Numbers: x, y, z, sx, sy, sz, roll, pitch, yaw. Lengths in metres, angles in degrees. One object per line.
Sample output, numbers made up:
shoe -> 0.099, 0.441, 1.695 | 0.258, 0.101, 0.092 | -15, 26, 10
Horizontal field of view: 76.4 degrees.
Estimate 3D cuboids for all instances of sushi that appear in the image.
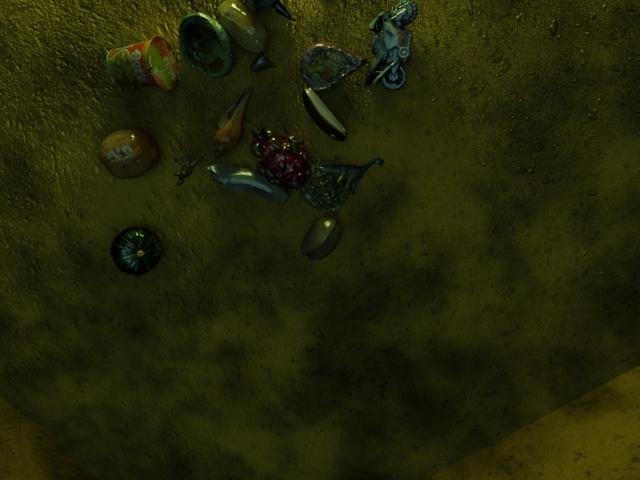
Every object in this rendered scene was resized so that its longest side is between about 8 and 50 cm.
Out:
sushi -> 0.038, -0.668, 1.510 | 0.241, 0.107, 0.161 | -22, 108, 30

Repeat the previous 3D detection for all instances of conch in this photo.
conch -> -0.348, -0.466, 1.641 | 0.093, 0.109, 0.330 | 32, 88, -44

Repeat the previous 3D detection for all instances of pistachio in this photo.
pistachio -> 0.000, 0.000, 1.726 | 0.137, 0.153, 0.238 | 42, 134, 2

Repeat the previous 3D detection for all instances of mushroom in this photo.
mushroom -> -0.300, -0.239, 1.703 | 0.351, 0.097, 0.109 | 17, 109, -2

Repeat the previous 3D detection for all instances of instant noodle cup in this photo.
instant noodle cup -> -0.695, -0.674, 1.569 | 0.212, 0.193, 0.193 | 2, 108, 14

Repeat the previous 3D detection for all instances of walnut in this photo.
walnut -> -0.786, -0.356, 1.670 | 0.221, 0.195, 0.195 | -17, 105, 10

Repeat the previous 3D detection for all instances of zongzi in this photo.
zongzi -> -0.224, -0.675, 1.588 | 0.083, 0.040, 0.076 | 35, 116, -24

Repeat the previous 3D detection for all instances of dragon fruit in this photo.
dragon fruit -> -0.164, -0.322, 1.608 | 0.272, 0.198, 0.218 | 19, 131, -15

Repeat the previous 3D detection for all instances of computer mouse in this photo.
computer mouse -> 0.008, -0.479, 1.581 | 0.056, 0.126, 0.245 | -44, 101, -5

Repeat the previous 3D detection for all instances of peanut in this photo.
peanut -> -0.285, -0.797, 1.505 | 0.224, 0.129, 0.129 | 43, 107, -6

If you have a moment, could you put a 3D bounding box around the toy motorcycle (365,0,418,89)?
toy motorcycle -> 0.251, -0.713, 1.489 | 0.173, 0.108, 0.307 | 12, 110, 12

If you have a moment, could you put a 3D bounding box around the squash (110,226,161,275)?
squash -> -0.815, 0.047, 1.801 | 0.172, 0.218, 0.218 | 3, 112, 43

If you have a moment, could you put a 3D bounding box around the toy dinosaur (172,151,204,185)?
toy dinosaur -> -0.560, -0.304, 1.743 | 0.162, 0.039, 0.126 | -7, 117, 3

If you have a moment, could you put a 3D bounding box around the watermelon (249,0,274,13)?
watermelon -> -0.244, -0.964, 1.453 | 0.154, 0.094, 0.241 | -38, 84, -3

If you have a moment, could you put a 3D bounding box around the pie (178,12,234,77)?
pie -> -0.438, -0.738, 1.550 | 0.240, 0.054, 0.241 | 14, 137, 13

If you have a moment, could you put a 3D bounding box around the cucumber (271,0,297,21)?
cucumber -> -0.160, -0.873, 1.514 | 0.163, 0.043, 0.039 | 46, 144, -7

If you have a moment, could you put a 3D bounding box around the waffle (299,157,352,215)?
waffle -> 0.025, -0.225, 1.692 | 0.204, 0.054, 0.223 | 28, 108, -3

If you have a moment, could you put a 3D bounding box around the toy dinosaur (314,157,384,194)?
toy dinosaur -> 0.112, -0.299, 1.632 | 0.247, 0.075, 0.188 | 27, 84, -5
